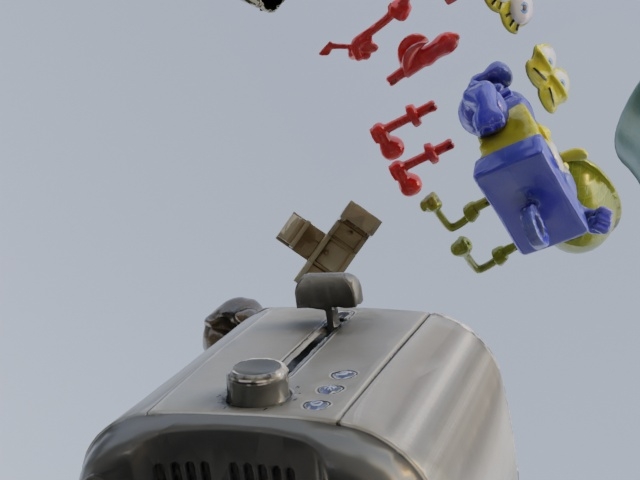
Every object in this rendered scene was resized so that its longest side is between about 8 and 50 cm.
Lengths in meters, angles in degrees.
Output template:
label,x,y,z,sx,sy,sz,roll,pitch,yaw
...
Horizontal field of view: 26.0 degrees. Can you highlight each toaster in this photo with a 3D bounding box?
label,x,y,z,sx,sy,sz,roll,pitch,yaw
toaster,0.006,0.129,0.497,0.129,0.146,0.226,0,-69,20

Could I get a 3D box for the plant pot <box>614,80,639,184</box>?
label,x,y,z,sx,sy,sz,roll,pitch,yaw
plant pot,0.331,-0.030,0.853,0.271,0.272,0.255,-48,-118,22

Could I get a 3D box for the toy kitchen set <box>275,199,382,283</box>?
label,x,y,z,sx,sy,sz,roll,pitch,yaw
toy kitchen set,0.000,0.000,1.210,0.068,0.075,0.083,35,-94,-1

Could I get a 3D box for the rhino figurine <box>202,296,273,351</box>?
label,x,y,z,sx,sy,sz,roll,pitch,yaw
rhino figurine,-0.006,0.117,1.250,0.243,0.106,0.073,30,-101,-37

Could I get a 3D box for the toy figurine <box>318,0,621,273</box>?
label,x,y,z,sx,sy,sz,roll,pitch,yaw
toy figurine,0.164,-0.041,1.243,0.191,0.217,0.362,-25,-52,12

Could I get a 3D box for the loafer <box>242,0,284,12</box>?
label,x,y,z,sx,sy,sz,roll,pitch,yaw
loafer,-0.015,-0.281,1.093,0.087,0.094,0.251,49,-42,18
